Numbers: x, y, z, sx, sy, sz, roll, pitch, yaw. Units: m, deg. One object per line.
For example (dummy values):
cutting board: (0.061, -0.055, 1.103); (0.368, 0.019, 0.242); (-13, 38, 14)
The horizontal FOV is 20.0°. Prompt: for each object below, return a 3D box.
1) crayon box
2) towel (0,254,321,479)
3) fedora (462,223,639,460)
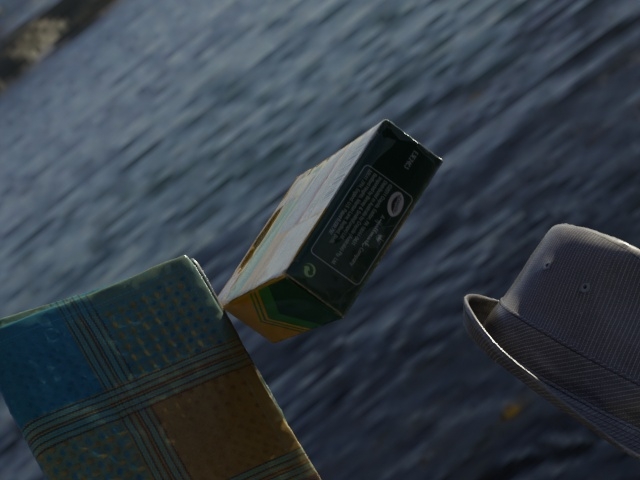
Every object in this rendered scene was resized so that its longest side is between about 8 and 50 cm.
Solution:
crayon box: (0.000, 0.000, 1.984); (0.203, 0.083, 0.323); (-57, 10, -17)
towel: (-0.174, 0.200, 1.926); (0.271, 0.370, 0.040); (-19, -30, -25)
fedora: (0.239, 0.071, 1.364); (0.124, 0.243, 0.275); (-64, 29, 9)
